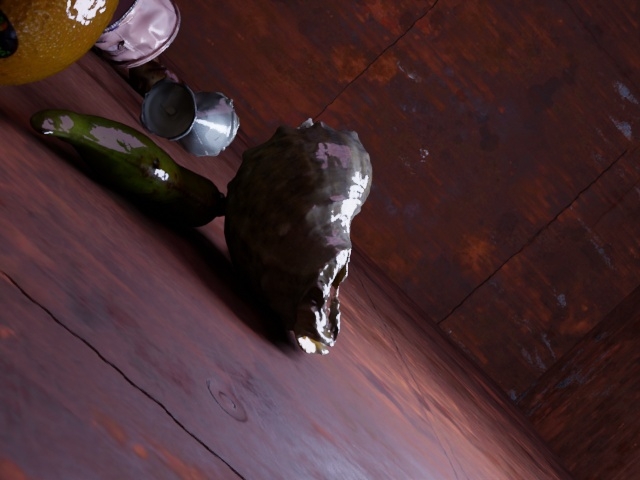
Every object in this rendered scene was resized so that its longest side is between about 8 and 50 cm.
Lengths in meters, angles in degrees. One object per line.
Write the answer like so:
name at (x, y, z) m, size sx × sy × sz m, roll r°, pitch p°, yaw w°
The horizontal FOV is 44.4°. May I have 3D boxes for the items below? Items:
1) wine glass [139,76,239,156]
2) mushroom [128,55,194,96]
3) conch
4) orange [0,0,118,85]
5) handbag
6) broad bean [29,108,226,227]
wine glass at (-0.217, -0.201, 1.277) m, size 0.122 × 0.122 × 0.183 m, roll 46°, pitch 10°, yaw 8°
mushroom at (-0.316, -0.308, 1.480) m, size 0.170 × 0.080 × 0.135 m, roll 44°, pitch -7°, yaw -5°
conch at (-0.037, -0.012, 0.892) m, size 0.159 × 0.291 × 0.210 m, roll 15°, pitch -34°, yaw -6°
orange at (-0.260, -0.219, 0.610) m, size 0.206 × 0.206 × 0.206 m, roll 45°, pitch 5°, yaw -5°
handbag at (-0.358, -0.408, 1.401) m, size 0.205 × 0.179 × 0.116 m, roll 56°, pitch 2°, yaw 34°
broad bean at (-0.168, -0.063, 0.808) m, size 0.077 × 0.061 × 0.339 m, roll 40°, pitch 1°, yaw 25°
